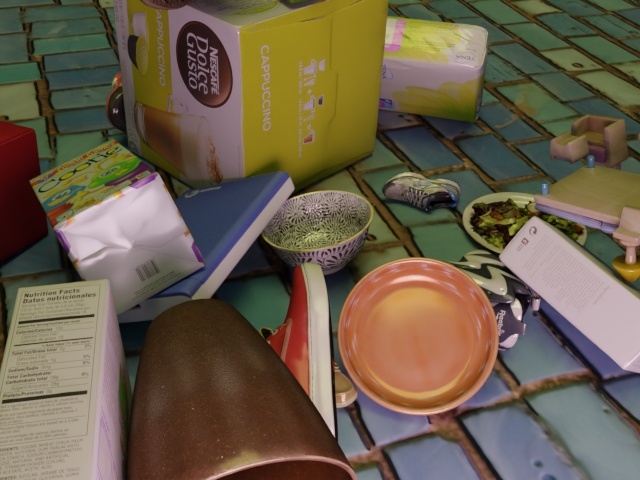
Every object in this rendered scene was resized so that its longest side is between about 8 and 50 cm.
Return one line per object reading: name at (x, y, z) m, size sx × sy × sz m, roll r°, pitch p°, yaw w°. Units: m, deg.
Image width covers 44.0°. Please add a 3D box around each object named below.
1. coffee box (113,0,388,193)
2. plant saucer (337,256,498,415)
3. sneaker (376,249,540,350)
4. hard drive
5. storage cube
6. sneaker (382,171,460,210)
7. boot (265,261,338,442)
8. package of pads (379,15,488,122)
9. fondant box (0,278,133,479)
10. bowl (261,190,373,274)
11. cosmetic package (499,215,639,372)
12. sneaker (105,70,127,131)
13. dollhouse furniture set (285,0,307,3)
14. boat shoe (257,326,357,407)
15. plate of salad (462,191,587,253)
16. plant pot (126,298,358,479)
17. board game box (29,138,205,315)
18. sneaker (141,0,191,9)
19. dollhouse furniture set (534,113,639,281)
coffee box at (-0.119, -0.300, 1.396) m, size 0.334 × 0.337 × 0.338 m, roll 31°, pitch 45°, yaw 34°
plant saucer at (0.122, 0.121, 1.000) m, size 0.200 × 0.037 × 0.199 m, roll -1°, pitch 72°, yaw 3°
sneaker at (0.194, 0.093, 1.064) m, size 0.235 × 0.094 × 0.153 m, roll -9°, pitch 27°, yaw -32°
hard drive at (-0.191, 0.006, 1.155) m, size 0.210 × 0.040 × 0.318 m, roll -9°, pitch 29°, yaw 29°
storage cube at (-0.546, -0.073, 1.172) m, size 0.184 × 0.215 × 0.193 m, roll 17°, pitch 32°, yaw 21°
sneaker at (0.173, -0.080, 1.348) m, size 0.135 × 0.052 × 0.058 m, roll 1°, pitch 39°, yaw 0°
boot at (-0.071, 0.137, 0.950) m, size 0.176 × 0.088 × 0.244 m, roll -4°, pitch 56°, yaw 5°
package of pads at (0.175, -0.340, 1.559) m, size 0.297 × 0.229 × 0.101 m, roll 9°, pitch 72°, yaw 11°
fondant box at (-0.228, 0.230, 0.730) m, size 0.096 × 0.238 × 0.330 m, roll -5°, pitch 36°, yaw -7°
bowl at (0.000, 0.000, 1.190) m, size 0.170 × 0.080 × 0.170 m, roll -8°, pitch 31°, yaw 5°
cosmetic package at (0.362, 0.073, 1.055) m, size 0.117 × 0.085 × 0.231 m, roll 18°, pitch 24°, yaw -47°
sneaker at (-0.368, -0.291, 1.594) m, size 0.136 × 0.115 × 0.314 m, roll 1°, pitch 27°, yaw 16°
dollhouse furniture set at (-0.141, -0.444, 1.181) m, size 0.302 × 0.151 × 0.197 m, roll -18°, pitch 39°, yaw -26°
boat shoe at (-0.020, 0.159, 1.001) m, size 0.153 × 0.048 × 0.056 m, roll 27°, pitch 43°, yaw 31°
plate of salad at (0.333, -0.034, 1.291) m, size 0.200 × 0.048 × 0.199 m, roll 1°, pitch 36°, yaw -1°
plant pot at (-0.102, 0.177, 0.794) m, size 0.215 × 0.215 × 0.230 m, roll -10°, pitch 48°, yaw -16°
board game box at (-0.286, -0.028, 1.083) m, size 0.144 × 0.142 × 0.275 m, roll -31°, pitch 26°, yaw -15°
sneaker at (-0.223, -0.385, 1.187) m, size 0.071 × 0.066 × 0.188 m, roll 3°, pitch 28°, yaw 31°
dollhouse furniture set at (0.429, -0.028, 1.165) m, size 0.303 × 0.198 × 0.286 m, roll -28°, pitch 30°, yaw -30°
